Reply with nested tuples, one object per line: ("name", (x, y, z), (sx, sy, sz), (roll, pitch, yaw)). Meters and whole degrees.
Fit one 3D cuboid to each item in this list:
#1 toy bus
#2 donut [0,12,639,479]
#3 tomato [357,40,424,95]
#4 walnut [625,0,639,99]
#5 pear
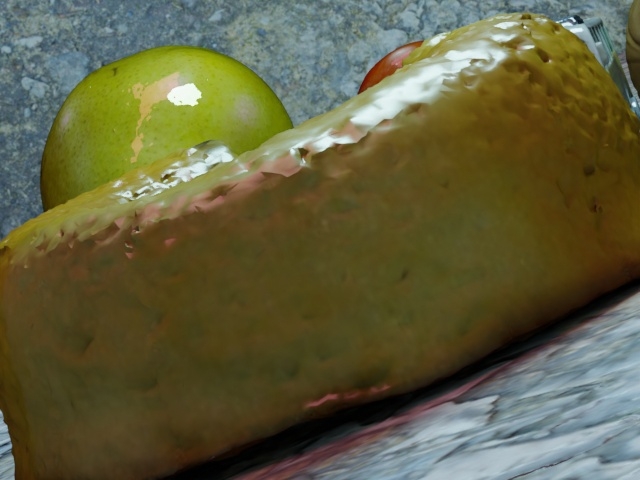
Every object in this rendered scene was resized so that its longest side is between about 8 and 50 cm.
("toy bus", (0.239, -0.138, 1.589), (0.097, 0.138, 0.342), (-18, 4, 14))
("donut", (-0.013, 0.002, 1.002), (0.435, 0.163, 0.377), (-20, 6, 17))
("tomato", (0.116, -0.127, 1.865), (0.151, 0.187, 0.187), (-56, 9, -4))
("walnut", (0.325, -0.159, 1.310), (0.207, 0.167, 0.167), (-27, 7, -41))
("pear", (-0.165, -0.061, 1.768), (0.285, 0.284, 0.336), (-21, 7, 16))
